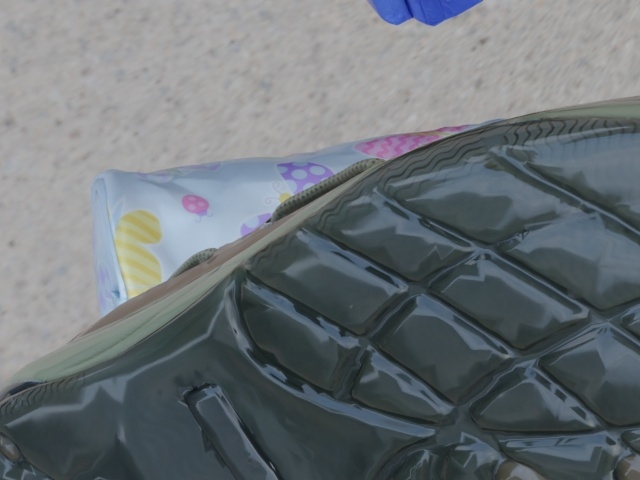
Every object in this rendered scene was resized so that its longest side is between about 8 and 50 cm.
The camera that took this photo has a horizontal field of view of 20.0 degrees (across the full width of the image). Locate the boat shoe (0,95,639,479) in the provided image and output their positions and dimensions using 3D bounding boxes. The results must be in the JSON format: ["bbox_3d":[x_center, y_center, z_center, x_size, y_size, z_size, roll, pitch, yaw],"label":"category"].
[{"bbox_3d":[0.029,0.023,0.530,0.324,0.120,0.122,-19,107,36],"label":"boat shoe"}]

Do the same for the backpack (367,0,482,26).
[{"bbox_3d":[0.068,-0.246,1.504,0.101,0.120,0.098,-23,138,-5],"label":"backpack"}]

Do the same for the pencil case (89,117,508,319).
[{"bbox_3d":[0.000,0.000,1.050,0.273,0.124,0.113,-9,108,-16],"label":"pencil case"}]
